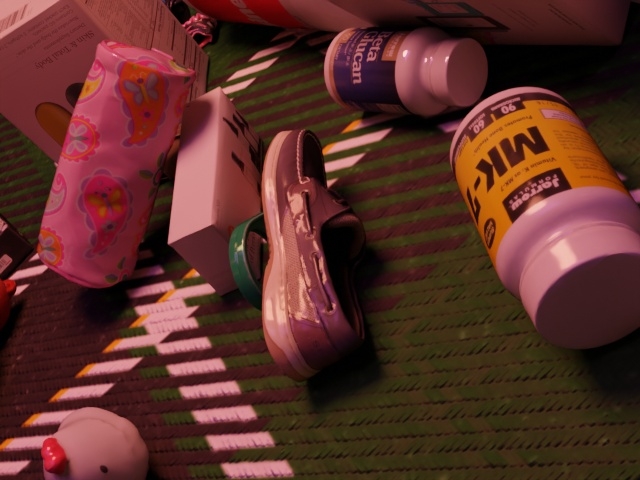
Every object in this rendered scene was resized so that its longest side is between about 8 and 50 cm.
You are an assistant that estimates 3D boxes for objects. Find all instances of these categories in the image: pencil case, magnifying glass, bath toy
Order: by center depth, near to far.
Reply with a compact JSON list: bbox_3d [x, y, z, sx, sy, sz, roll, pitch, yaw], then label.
[{"bbox_3d":[-0.303,0.296,0.837,0.348,0.129,0.151,-43,72,-1],"label":"bath toy"},{"bbox_3d":[-0.045,-0.018,0.964,0.026,0.092,0.231,-23,31,26],"label":"magnifying glass"},{"bbox_3d":[-0.240,-0.086,1.069,0.124,0.124,0.284,40,115,52],"label":"pencil case"}]

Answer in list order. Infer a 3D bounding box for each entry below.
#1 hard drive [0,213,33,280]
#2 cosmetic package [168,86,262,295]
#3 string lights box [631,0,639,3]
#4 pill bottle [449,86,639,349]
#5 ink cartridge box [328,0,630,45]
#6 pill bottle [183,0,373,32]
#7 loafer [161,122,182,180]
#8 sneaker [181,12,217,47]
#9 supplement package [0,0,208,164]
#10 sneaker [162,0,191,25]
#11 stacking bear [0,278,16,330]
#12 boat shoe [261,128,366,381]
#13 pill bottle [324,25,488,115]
[{"bbox_3d":[-0.586,0.026,1.386,0.237,0.064,0.339,-48,38,-9],"label":"hard drive"},{"bbox_3d":[-0.114,-0.062,1.042,0.060,0.099,0.239,-25,42,20],"label":"cosmetic package"},{"bbox_3d":[0.398,-0.323,0.850,0.133,0.077,0.260,24,70,26],"label":"string lights box"},{"bbox_3d":[0.186,-0.022,0.735,0.119,0.119,0.209,-30,39,14],"label":"pill bottle"},{"bbox_3d":[0.158,-0.319,0.923,0.270,0.197,0.198,13,90,43],"label":"ink cartridge box"},{"bbox_3d":[-0.075,-0.406,1.235,0.407,0.229,0.229,21,68,49],"label":"pill bottle"},{"bbox_3d":[-0.191,-0.107,1.191,0.148,0.056,0.050,-23,41,37],"label":"loafer"},{"bbox_3d":[-0.210,-0.301,1.402,0.119,0.047,0.057,-27,52,20],"label":"sneaker"},{"bbox_3d":[-0.311,-0.242,1.246,0.199,0.263,0.198,-25,42,20],"label":"supplement package"},{"bbox_3d":[-0.245,-0.368,1.480,0.084,0.058,0.152,-22,39,19],"label":"sneaker"},{"bbox_3d":[-0.474,0.141,1.107,0.175,0.164,0.289,-10,36,22],"label":"stacking bear"},{"bbox_3d":[0.000,0.000,0.892,0.092,0.103,0.285,-18,47,20],"label":"boat shoe"},{"bbox_3d":[0.092,-0.183,0.987,0.169,0.094,0.094,12,62,46],"label":"pill bottle"}]
